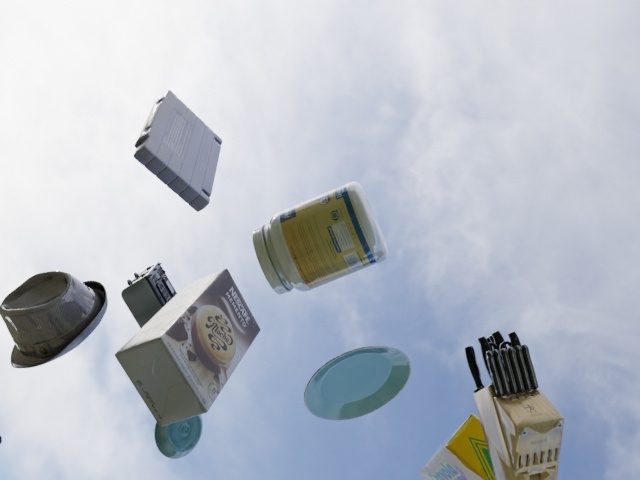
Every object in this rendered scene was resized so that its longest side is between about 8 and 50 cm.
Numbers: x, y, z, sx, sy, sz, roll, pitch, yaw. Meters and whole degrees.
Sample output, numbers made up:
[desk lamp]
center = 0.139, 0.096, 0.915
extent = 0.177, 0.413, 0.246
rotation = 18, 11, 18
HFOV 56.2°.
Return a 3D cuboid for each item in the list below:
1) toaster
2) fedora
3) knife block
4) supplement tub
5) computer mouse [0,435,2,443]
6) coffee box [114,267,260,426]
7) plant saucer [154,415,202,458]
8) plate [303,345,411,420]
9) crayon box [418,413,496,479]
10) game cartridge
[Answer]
[toaster]
center = -0.505, 0.175, 1.821
extent = 0.110, 0.168, 0.186
rotation = -26, -77, 4
[fedora]
center = -0.623, 0.157, 1.353
extent = 0.275, 0.244, 0.124
rotation = -11, -50, 24
[knife block]
center = 0.344, 0.316, 1.116
extent = 0.242, 0.088, 0.276
rotation = -117, -159, -66
[supplement tub]
center = 0.000, 0.000, 1.017
extent = 0.199, 0.144, 0.145
rotation = -22, -102, 7
[computer mouse]
center = -0.913, 0.510, 1.476
extent = 0.241, 0.041, 0.071
rotation = -9, -73, -3
[coffee box]
center = -0.250, 0.201, 1.201
extent = 0.118, 0.297, 0.168
rotation = -22, -75, 22
[plant saucer]
center = -0.288, 0.393, 1.248
extent = 0.021, 0.119, 0.120
rotation = -7, -91, 42
[plate]
center = 0.060, 0.232, 0.996
extent = 0.188, 0.188, 0.024
rotation = -58, -145, 27
[crayon box]
center = 0.394, 0.566, 1.334
extent = 0.313, 0.106, 0.363
rotation = 37, -24, 18
[game cartridge]
center = -0.381, -0.254, 1.636
extent = 0.068, 0.230, 0.355
rotation = -38, -151, 23
